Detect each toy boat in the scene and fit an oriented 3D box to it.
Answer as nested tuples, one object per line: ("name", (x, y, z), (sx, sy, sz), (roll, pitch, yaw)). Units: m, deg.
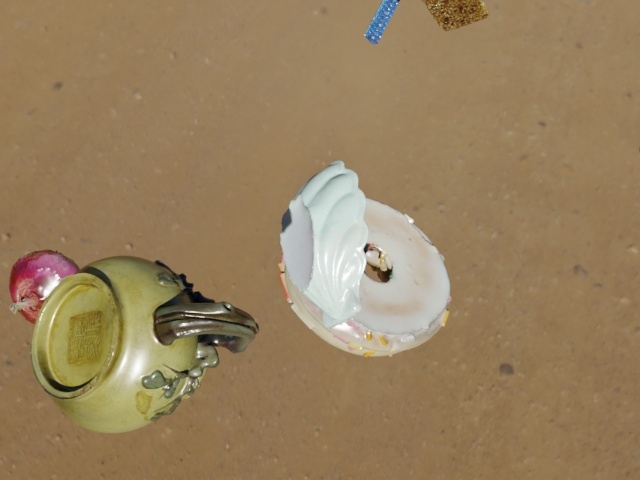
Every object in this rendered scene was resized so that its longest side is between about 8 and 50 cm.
("toy boat", (0.000, 0.000, 1.346), (0.100, 0.199, 0.290), (2, 65, -29))

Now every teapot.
("teapot", (-0.170, 0.105, 0.788), (0.269, 0.182, 0.173), (-16, 68, 29))

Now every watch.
("watch", (0.265, -0.703, 2.196), (0.276, 0.068, 0.274), (-5, 71, 39))

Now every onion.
("onion", (-0.515, 0.094, 1.422), (0.150, 0.150, 0.140), (22, 16, 13))

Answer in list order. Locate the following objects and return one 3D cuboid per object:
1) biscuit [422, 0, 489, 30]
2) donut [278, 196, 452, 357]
("biscuit", (0.317, -0.594, 1.913), (0.131, 0.231, 0.025), (-15, 63, 29))
("donut", (0.087, 0.077, 1.630), (0.383, 0.142, 0.382), (14, 50, -17))
